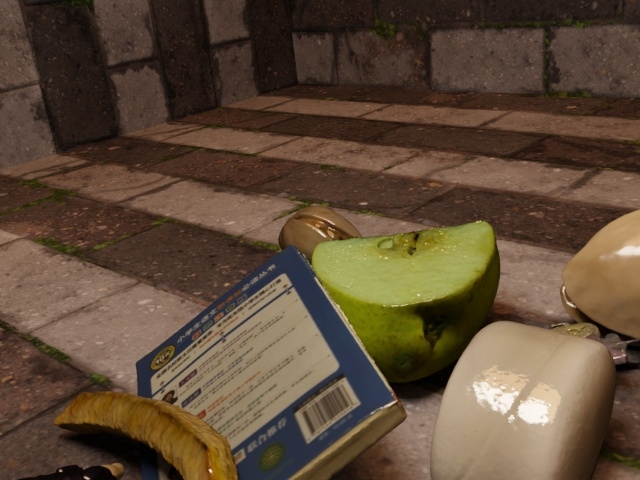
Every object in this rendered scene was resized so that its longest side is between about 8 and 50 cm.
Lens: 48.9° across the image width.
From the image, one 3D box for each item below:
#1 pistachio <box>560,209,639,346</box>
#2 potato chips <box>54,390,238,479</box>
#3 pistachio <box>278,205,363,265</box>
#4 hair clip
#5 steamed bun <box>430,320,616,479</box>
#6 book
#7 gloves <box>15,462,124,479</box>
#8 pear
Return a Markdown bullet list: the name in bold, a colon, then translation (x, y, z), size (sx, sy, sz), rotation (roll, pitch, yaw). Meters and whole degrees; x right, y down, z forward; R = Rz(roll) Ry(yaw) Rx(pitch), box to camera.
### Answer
- **pistachio**: translation (0.497, 0.054, 0.970), size (0.318, 0.214, 0.193), rotation (-11, -23, 15)
- **potato chips**: translation (-0.188, 0.216, 0.786), size (0.407, 0.057, 0.080), rotation (-1, 57, 50)
- **pistachio**: translation (0.000, 0.000, 1.341), size (0.185, 0.124, 0.124), rotation (26, 36, 27)
- **hair clip**: translation (0.329, 0.150, 0.941), size (0.187, 0.056, 0.146), rotation (-7, 15, 7)
- **steamed bun**: translation (0.220, 0.182, 0.744), size (0.146, 0.164, 0.241), rotation (10, 26, 33)
- **book**: translation (-0.095, 0.173, 0.851), size (0.300, 0.039, 0.428), rotation (-37, 25, 1)
- **gloves**: translation (-0.277, 0.288, 0.711), size (0.164, 0.124, 0.203), rotation (20, 37, 14)
- **pear**: translation (0.128, 0.098, 0.992), size (0.292, 0.159, 0.292), rotation (-9, 23, 4)
